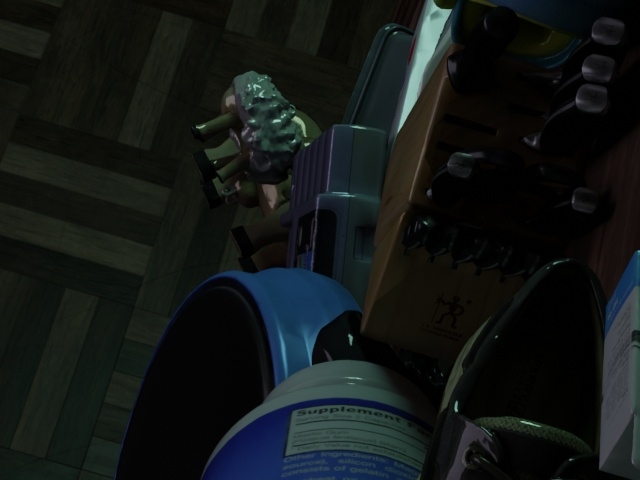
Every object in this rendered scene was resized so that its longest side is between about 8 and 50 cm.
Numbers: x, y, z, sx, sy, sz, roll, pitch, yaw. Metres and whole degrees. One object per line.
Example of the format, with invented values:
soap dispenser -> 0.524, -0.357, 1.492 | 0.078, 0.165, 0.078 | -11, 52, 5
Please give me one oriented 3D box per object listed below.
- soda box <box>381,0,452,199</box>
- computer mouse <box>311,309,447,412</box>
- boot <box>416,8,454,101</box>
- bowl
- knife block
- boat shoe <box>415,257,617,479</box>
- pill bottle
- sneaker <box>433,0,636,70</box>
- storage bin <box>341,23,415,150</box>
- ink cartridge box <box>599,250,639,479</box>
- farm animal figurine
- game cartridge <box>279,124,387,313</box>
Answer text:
soda box -> 0.103, -0.115, 1.288 | 0.069, 0.074, 0.216 | 107, 178, -53
computer mouse -> 0.038, 0.086, 0.975 | 0.041, 0.071, 0.242 | -36, -14, 10
boot -> 0.128, -0.152, 1.220 | 0.086, 0.069, 0.190 | 72, -138, -82
bowl -> -0.073, 0.207, 1.137 | 0.391, 0.077, 0.391 | -167, 90, -69
knife block -> 0.100, -0.061, 0.868 | 0.275, 0.088, 0.242 | -77, 5, -56
boat shoe -> 0.072, 0.093, 0.592 | 0.223, 0.080, 0.073 | -70, -6, -47
pill bottle -> 0.008, 0.160, 0.738 | 0.272, 0.152, 0.152 | -83, 10, -71
sneaker -> 0.126, -0.215, 0.878 | 0.319, 0.127, 0.208 | -77, 5, -63
storage bin -> 0.095, -0.131, 1.488 | 0.091, 0.098, 0.135 | 19, 87, 63
ink cartridge box -> 0.108, 0.046, 0.448 | 0.083, 0.048, 0.028 | -76, 3, -46
farm animal figurine -> 0.000, 0.000, 1.586 | 0.326, 0.172, 0.330 | 64, 172, 6
game cartridge -> -0.005, 0.091, 1.291 | 0.230, 0.068, 0.355 | 140, 136, -84
